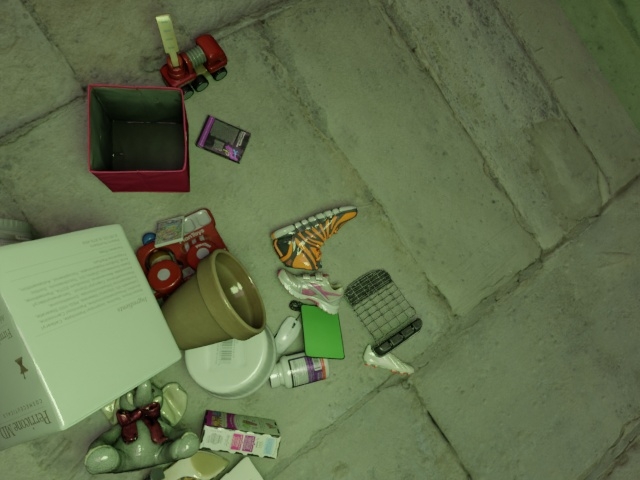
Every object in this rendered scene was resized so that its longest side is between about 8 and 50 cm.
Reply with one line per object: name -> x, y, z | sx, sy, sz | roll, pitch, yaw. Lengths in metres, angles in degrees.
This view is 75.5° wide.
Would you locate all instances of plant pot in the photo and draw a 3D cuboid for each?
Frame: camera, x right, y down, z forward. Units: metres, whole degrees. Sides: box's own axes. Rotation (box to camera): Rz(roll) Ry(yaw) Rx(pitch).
plant pot -> -0.314, 0.186, 1.152 | 0.229, 0.263, 0.263 | -28, 90, 8

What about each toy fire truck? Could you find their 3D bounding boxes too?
toy fire truck -> -0.446, 0.053, 1.317 | 0.302, 0.169, 0.254 | -28, 64, -14
toy fire truck -> -0.427, -0.612, 1.342 | 0.217, 0.246, 0.159 | -37, 93, -15

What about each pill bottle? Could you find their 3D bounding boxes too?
pill bottle -> -0.076, 0.427, 1.370 | 0.193, 0.108, 0.108 | -10, 85, -14

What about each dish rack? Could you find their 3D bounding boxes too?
dish rack -> 0.218, 0.248, 1.472 | 0.208, 0.074, 0.272 | -29, 73, -18

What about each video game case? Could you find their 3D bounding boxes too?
video game case -> -0.473, -0.029, 1.302 | 0.087, 0.122, 0.011 | -15, 130, -3

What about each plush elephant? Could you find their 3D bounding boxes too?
plush elephant -> -0.513, 0.514, 1.192 | 0.271, 0.330, 0.256 | 3, 59, -26

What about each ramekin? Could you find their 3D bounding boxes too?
ramekin -> -0.279, 0.341, 1.273 | 0.277, 0.135, 0.277 | 0, 67, 0

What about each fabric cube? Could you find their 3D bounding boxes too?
fabric cube -> -0.538, -0.296, 1.271 | 0.258, 0.258, 0.254 | -2, 83, -14

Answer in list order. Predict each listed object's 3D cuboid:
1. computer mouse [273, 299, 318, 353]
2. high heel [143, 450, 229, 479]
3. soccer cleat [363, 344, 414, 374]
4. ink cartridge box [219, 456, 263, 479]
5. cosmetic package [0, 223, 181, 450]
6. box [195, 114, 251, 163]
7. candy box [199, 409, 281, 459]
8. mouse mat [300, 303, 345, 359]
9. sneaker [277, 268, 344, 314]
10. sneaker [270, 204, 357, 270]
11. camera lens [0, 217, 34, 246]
computer mouse -> -0.099, 0.303, 1.414 | 0.106, 0.042, 0.193 | 36, 76, -8
high heel -> -0.430, 0.739, 1.281 | 0.261, 0.186, 0.093 | 11, 37, -39
soccer cleat -> 0.248, 0.427, 1.473 | 0.196, 0.068, 0.076 | 17, 76, -8
ink cartridge box -> -0.281, 0.850, 1.213 | 0.353, 0.119, 0.207 | -40, 53, -14
cosmetic package -> -0.628, 0.218, 1.009 | 0.329, 0.327, 0.394 | -26, 90, 29
box -> -0.338, -0.351, 1.445 | 0.162, 0.029, 0.116 | 22, 79, -9
candy box -> -0.249, 0.598, 1.280 | 0.233, 0.159, 0.071 | 13, 82, -11
mouse mat -> 0.006, 0.308, 1.397 | 0.152, 0.007, 0.190 | 12, 52, -26
sneaker -> -0.027, 0.149, 1.410 | 0.252, 0.103, 0.111 | 28, 99, -17
sneaker -> 0.000, 0.000, 1.448 | 0.321, 0.124, 0.180 | -22, 93, -5
camera lens -> -0.929, 0.084, 1.147 | 0.219, 0.219, 0.275 | 1, 83, -14
